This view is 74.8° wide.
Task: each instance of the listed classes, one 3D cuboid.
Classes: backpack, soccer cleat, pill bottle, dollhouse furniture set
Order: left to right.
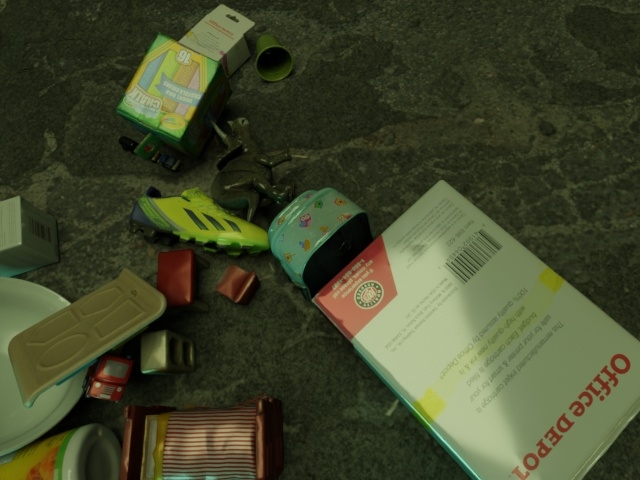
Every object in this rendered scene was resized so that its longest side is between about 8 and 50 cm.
[{"bbox_3d":[-0.439,0.376,0.619,0.246,0.136,0.136,-18,69,-1],"label":"pill bottle"},{"bbox_3d":[-0.218,-0.042,0.762,0.289,0.093,0.121,10,74,19],"label":"soccer cleat"},{"bbox_3d":[-0.176,0.181,0.659,0.201,0.152,0.374,-7,69,3],"label":"dollhouse furniture set"},{"bbox_3d":[0.000,0.000,0.692,0.166,0.188,0.144,-41,71,-9],"label":"backpack"}]

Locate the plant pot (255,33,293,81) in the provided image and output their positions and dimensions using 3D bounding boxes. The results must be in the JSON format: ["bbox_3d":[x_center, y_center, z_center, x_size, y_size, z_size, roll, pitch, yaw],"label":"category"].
[{"bbox_3d":[-0.109,-0.409,0.919,0.083,0.083,0.079,-18,58,-2],"label":"plant pot"}]

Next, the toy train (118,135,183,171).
[{"bbox_3d":[-0.356,-0.182,0.873,0.158,0.036,0.027,24,74,13],"label":"toy train"}]

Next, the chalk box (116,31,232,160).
[{"bbox_3d":[-0.281,-0.247,0.800,0.132,0.132,0.213,26,87,-2],"label":"chalk box"}]

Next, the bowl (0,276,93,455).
[{"bbox_3d":[-0.533,0.214,0.659,0.298,0.134,0.297,24,39,-21],"label":"bowl"}]

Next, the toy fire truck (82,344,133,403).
[{"bbox_3d":[-0.325,0.172,0.662,0.047,0.192,0.135,24,69,-26],"label":"toy fire truck"}]

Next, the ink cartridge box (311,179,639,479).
[{"bbox_3d":[0.221,0.147,0.631,0.279,0.160,0.384,-41,71,-10],"label":"ink cartridge box"}]

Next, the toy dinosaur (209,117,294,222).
[{"bbox_3d":[-0.131,-0.102,0.758,0.160,0.121,0.313,-3,44,2],"label":"toy dinosaur"}]

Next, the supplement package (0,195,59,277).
[{"bbox_3d":[-0.615,0.007,0.791,0.179,0.105,0.105,-18,69,-2],"label":"supplement package"}]

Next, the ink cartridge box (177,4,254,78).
[{"bbox_3d":[-0.241,-0.421,0.936,0.115,0.067,0.198,37,79,16],"label":"ink cartridge box"}]

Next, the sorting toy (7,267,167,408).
[{"bbox_3d":[-0.347,0.133,0.625,0.208,0.038,0.193,-39,34,-28],"label":"sorting toy"}]
